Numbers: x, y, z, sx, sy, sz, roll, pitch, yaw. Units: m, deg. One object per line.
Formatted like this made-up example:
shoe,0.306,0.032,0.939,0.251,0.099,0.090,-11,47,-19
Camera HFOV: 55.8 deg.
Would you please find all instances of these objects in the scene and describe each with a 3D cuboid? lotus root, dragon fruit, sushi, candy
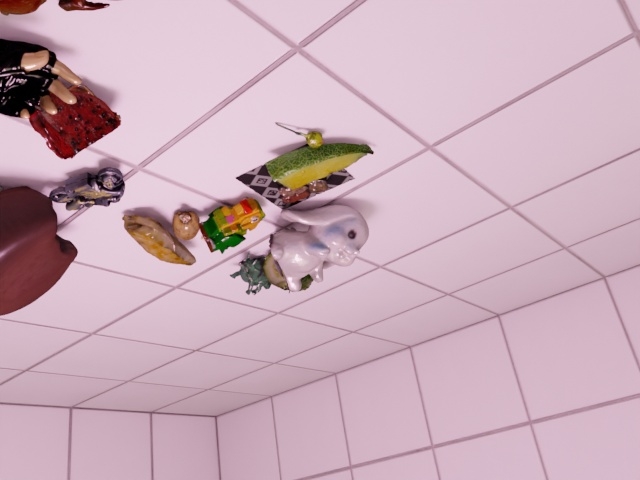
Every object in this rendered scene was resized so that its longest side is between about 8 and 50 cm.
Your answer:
lotus root,-0.357,-0.040,1.605,0.072,0.063,0.152,5,156,-7
dragon fruit,-0.483,-0.233,1.176,0.127,0.121,0.161,-41,-161,-29
sushi,-0.057,-0.138,1.526,0.231,0.047,0.219,-22,151,23
candy,-0.049,-0.239,1.353,0.122,0.035,0.035,16,162,-28

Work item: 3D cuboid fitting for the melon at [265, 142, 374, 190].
melon,0.006,-0.176,1.427,0.261,0.053,0.114,-16,140,-7

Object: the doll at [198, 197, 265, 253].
doll,-0.232,-0.041,1.596,0.186,0.106,0.134,-35,156,13

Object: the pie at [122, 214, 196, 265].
pie,-0.436,0.011,1.648,0.128,0.069,0.282,9,162,17

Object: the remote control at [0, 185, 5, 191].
remote control,-0.800,-0.089,1.362,0.166,0.029,0.065,-27,156,0

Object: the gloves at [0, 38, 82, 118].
gloves,-0.517,-0.273,1.026,0.203,0.124,0.164,-10,166,-31

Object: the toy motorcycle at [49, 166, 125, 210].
toy motorcycle,-0.524,-0.113,1.405,0.193,0.061,0.124,-19,154,15

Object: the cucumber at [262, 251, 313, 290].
cucumber,-0.080,0.108,1.927,0.134,0.134,0.244,-16,160,12

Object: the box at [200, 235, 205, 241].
box,-0.288,-0.014,1.730,0.093,0.015,0.058,-22,149,25

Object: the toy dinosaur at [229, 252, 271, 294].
toy dinosaur,-0.210,0.127,1.946,0.120,0.079,0.292,-41,154,-16

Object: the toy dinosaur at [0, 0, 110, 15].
toy dinosaur,-0.360,-0.404,0.864,0.327,0.113,0.206,-7,-178,20

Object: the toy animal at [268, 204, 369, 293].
toy animal,-0.011,0.011,1.708,0.289,0.174,0.249,-3,142,-11

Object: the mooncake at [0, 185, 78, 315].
mooncake,-0.728,0.019,1.407,0.334,0.174,0.326,-50,167,7
